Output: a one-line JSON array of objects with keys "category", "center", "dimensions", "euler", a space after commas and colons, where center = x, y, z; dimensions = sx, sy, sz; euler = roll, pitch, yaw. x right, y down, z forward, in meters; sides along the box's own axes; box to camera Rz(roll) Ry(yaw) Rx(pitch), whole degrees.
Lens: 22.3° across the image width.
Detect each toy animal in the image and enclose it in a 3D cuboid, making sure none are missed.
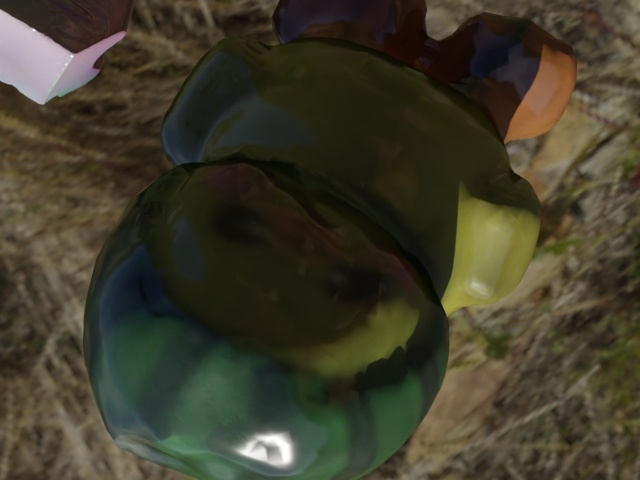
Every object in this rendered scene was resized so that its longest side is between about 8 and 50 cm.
[{"category": "toy animal", "center": [-0.001, 0.003, 0.889], "dimensions": [0.216, 0.338, 0.191], "euler": [27, 138, 2]}]

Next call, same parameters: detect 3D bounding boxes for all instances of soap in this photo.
[{"category": "soap", "center": [-0.180, -0.160, 1.099], "dimensions": [0.100, 0.149, 0.056], "euler": [33, 126, -20]}]
